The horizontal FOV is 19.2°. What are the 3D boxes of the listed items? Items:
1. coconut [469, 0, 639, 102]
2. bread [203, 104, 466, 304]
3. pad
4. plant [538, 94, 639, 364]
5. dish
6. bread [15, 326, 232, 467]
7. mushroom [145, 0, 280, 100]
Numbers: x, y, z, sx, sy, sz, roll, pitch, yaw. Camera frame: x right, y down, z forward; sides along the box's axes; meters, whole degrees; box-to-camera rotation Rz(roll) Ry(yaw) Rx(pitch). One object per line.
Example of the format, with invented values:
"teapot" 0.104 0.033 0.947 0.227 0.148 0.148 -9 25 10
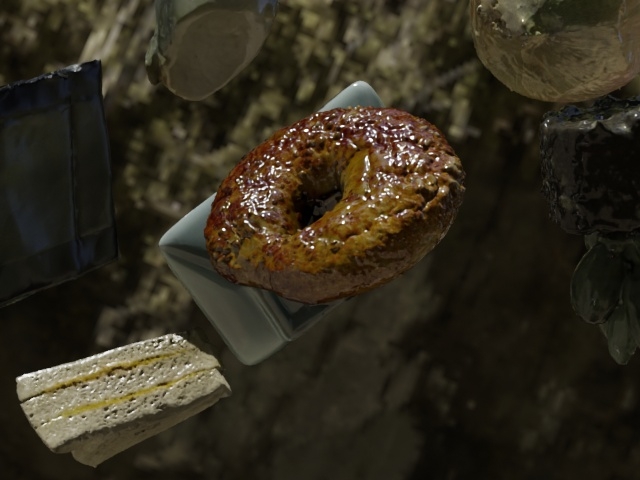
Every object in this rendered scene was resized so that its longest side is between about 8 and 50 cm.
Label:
"coconut" 0.221 -0.212 1.702 0.194 0.194 0.194 20 -14 5
"bread" 0.009 -0.029 1.324 0.193 0.193 0.064 11 -43 37
"pad" -0.238 -0.030 1.417 0.022 0.174 0.233 10 22 38
"plant" 0.313 -0.010 1.946 0.149 0.274 0.146 -13 9 3
"dish" 0.000 0.000 1.693 0.080 0.243 0.182 43 -11 49
"bread" -0.166 0.125 1.614 0.077 0.152 0.105 62 6 24
"mushroom" -0.087 -0.269 1.454 0.097 0.351 0.109 22 -33 -40
